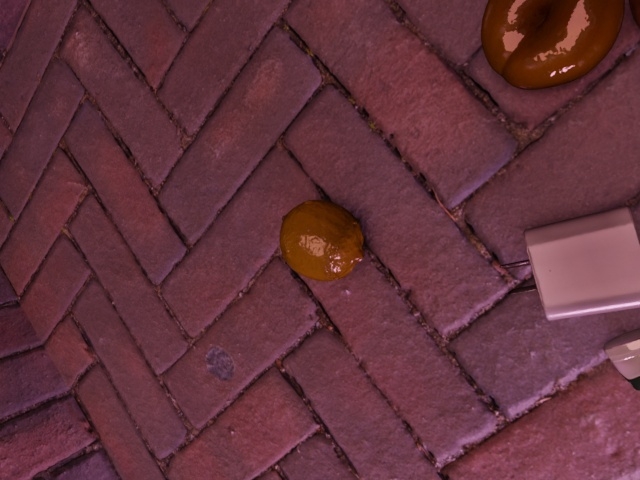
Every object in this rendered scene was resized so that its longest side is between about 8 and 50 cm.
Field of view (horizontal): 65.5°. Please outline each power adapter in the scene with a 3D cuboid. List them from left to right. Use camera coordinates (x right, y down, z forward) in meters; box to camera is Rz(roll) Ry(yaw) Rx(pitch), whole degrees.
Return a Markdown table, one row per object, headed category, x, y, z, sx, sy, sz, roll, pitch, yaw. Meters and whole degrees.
| category | x | y | z | sx | sy | sz | roll | pitch | yaw |
| --- | --- | --- | --- | --- | --- | --- | --- | --- | --- |
| power adapter | 0.488 | 0.053 | 0.975 | 0.255 | 0.124 | 0.186 | -16 | 87 | 30 |

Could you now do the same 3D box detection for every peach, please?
| category | x | y | z | sx | sy | sz | roll | pitch | yaw |
| --- | --- | --- | --- | --- | --- | --- | --- | --- | --- |
| peach | 0.427 | -0.410 | 0.938 | 0.251 | 0.153 | 0.250 | -1 | 89 | 29 |

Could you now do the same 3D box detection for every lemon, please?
| category | x | y | z | sx | sy | sz | roll | pitch | yaw |
| --- | --- | --- | --- | --- | --- | --- | --- | --- | --- |
| lemon | 0.000 | 0.000 | 1.199 | 0.231 | 0.192 | 0.192 | 27 | 108 | 20 |

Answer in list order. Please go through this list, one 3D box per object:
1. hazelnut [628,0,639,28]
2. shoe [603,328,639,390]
| category | x | y | z | sx | sy | sz | roll | pitch | yaw |
| --- | --- | --- | --- | --- | --- | --- | --- | --- | --- |
| hazelnut | 0.615 | -0.420 | 0.821 | 0.182 | 0.182 | 0.181 | 4 | 98 | 29 |
| shoe | 0.674 | 0.197 | 0.909 | 0.265 | 0.095 | 0.110 | -29 | 82 | 37 |
